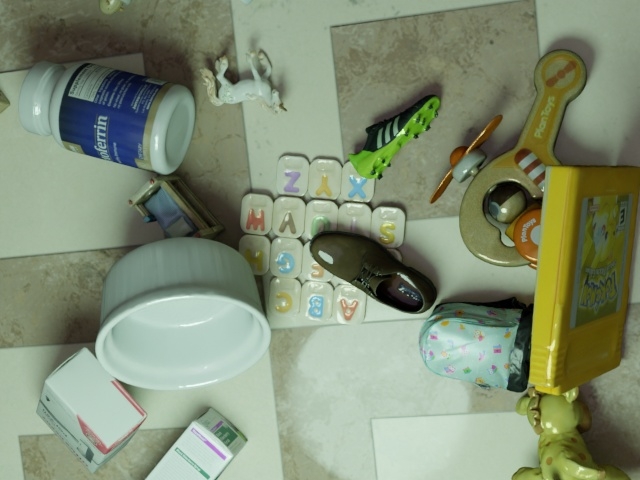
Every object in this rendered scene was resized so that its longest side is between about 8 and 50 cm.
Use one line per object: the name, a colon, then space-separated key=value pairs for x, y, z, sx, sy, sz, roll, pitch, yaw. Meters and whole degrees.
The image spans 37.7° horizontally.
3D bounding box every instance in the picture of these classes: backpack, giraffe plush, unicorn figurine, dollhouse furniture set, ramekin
backpack: x=0.250 y=0.163 z=1.505 sx=0.181 sy=0.115 sz=0.152 roll=10 pitch=100 yaw=13
giraffe plush: x=0.378 y=0.316 z=1.484 sx=0.181 sy=0.210 sz=0.171 roll=-16 pitch=59 yaw=24
unicorn figurine: x=-0.118 y=-0.260 z=1.570 sx=0.161 sy=0.060 sz=0.111 roll=-5 pitch=95 yaw=28
dollhouse furniture set: x=-0.284 y=-0.002 z=1.587 sx=0.183 sy=0.129 sz=0.129 roll=-42 pitch=87 yaw=12
ramekin: x=-0.225 y=0.117 z=1.519 sx=0.277 sy=0.277 sz=0.135 roll=-22 pitch=51 yaw=13

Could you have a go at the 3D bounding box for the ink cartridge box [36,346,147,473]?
ink cartridge box: x=-0.394 y=0.294 z=1.594 sx=0.158 sy=0.218 sz=0.092 roll=46 pitch=61 yaw=4

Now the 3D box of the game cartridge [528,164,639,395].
game cartridge: x=0.396 y=0.050 z=1.383 sx=0.052 sy=0.285 sz=0.324 roll=7 pitch=98 yaw=36

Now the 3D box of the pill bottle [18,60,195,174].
pill bottle: x=-0.357 y=-0.212 z=1.569 sx=0.264 sy=0.153 sz=0.153 roll=15 pitch=98 yaw=10

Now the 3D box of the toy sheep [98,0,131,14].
toy sheep: x=-0.345 y=-0.445 z=1.579 sx=0.091 sy=0.091 sz=0.132 roll=13 pitch=93 yaw=10

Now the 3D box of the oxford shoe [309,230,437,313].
oxford shoe: x=0.082 y=0.049 z=1.516 sx=0.227 sy=0.096 sz=0.083 roll=25 pitch=101 yaw=9

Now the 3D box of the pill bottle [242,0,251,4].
pill bottle: x=-0.079 y=-0.473 z=1.511 sx=0.184 sy=0.103 sz=0.103 roll=-42 pitch=87 yaw=12

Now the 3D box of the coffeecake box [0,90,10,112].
coffeecake box: x=-0.670 y=-0.273 z=1.668 sx=0.142 sy=0.068 sz=0.185 roll=-37 pitch=88 yaw=13

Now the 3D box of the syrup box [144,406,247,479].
syrup box: x=-0.241 y=0.415 z=1.638 sx=0.096 sy=0.093 sz=0.237 roll=41 pitch=101 yaw=5

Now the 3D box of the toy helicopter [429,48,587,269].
toy helicopter: x=0.315 y=-0.134 z=1.475 sx=0.234 sy=0.140 sz=0.355 roll=19 pitch=88 yaw=18

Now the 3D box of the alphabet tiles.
alphabet tiles: x=0.000 y=0.000 z=1.586 sx=0.284 sy=0.021 sz=0.278 roll=6 pitch=97 yaw=10

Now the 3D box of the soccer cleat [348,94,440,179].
soccer cleat: x=0.118 y=-0.178 z=1.527 sx=0.179 sy=0.060 sz=0.072 roll=-46 pitch=60 yaw=6
